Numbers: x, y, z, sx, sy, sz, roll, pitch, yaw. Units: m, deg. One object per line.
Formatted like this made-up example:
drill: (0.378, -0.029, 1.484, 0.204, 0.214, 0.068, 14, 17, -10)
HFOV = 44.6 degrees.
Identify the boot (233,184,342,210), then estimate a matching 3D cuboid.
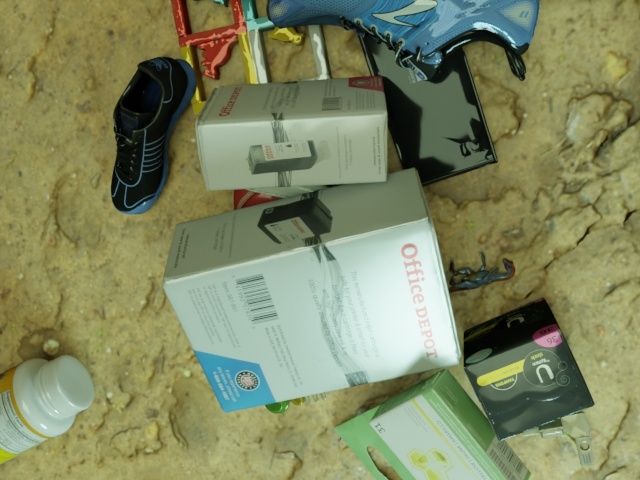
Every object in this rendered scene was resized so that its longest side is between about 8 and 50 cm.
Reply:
boot: (0.000, 0.000, 1.036, 0.244, 0.088, 0.176, 11, 113, 2)

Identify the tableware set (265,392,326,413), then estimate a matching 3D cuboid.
tableware set: (-0.057, 0.165, 1.094, 0.104, 0.024, 0.154, -19, 96, 15)

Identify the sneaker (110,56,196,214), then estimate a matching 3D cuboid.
sneaker: (-0.242, -0.135, 1.032, 0.081, 0.090, 0.232, 30, 111, 18)

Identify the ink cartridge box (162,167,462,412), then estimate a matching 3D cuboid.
ink cartridge box: (-0.003, 0.064, 0.951, 0.307, 0.129, 0.223, -13, 123, 7)

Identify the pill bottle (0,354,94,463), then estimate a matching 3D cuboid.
pill bottle: (-0.437, 0.246, 1.122, 0.215, 0.117, 0.117, -27, 93, 12)

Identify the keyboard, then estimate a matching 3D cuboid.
keyboard: (0.159, -0.244, 0.992, 0.201, 0.033, 0.317, -17, 96, 17)

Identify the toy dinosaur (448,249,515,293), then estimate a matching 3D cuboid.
toy dinosaur: (0.212, 0.046, 1.031, 0.082, 0.047, 0.090, 9, 137, -4)

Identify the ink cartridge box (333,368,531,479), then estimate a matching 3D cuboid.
ink cartridge box: (0.127, 0.282, 1.008, 0.171, 0.056, 0.235, 51, 130, 0)

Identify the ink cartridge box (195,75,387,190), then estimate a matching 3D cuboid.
ink cartridge box: (-0.029, -0.133, 0.952, 0.217, 0.158, 0.092, -1, 117, 3)

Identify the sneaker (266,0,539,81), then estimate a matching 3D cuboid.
sneaker: (0.095, -0.264, 0.921, 0.330, 0.130, 0.147, 2, 99, 13)

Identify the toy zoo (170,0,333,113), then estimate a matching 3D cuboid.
toy zoo: (-0.095, -0.284, 1.029, 0.192, 0.030, 0.293, -9, 96, 11)

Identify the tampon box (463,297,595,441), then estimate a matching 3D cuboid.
tampon box: (0.250, 0.155, 0.966, 0.120, 0.161, 0.101, -25, 93, 12)

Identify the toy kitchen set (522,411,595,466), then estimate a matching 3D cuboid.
toy kitchen set: (0.309, 0.265, 1.019, 0.083, 0.068, 0.075, -13, 96, 12)
